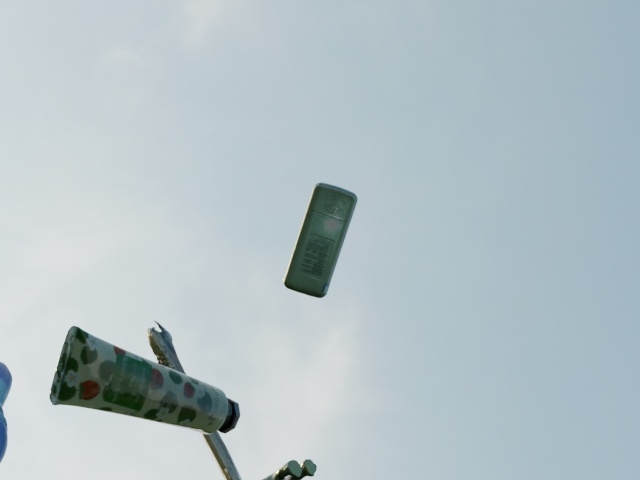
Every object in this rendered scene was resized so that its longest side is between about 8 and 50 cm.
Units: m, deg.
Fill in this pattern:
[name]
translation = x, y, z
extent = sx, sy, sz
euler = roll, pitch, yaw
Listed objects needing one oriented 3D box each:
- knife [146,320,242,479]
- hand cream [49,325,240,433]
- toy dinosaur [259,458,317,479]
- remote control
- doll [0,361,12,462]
[knife]
translation = -0.180, 0.277, 2.255
extent = 0.365, 0.043, 0.089
euler = 58, 6, 29
[hand cream]
translation = -0.207, 0.181, 1.819
extent = 0.059, 0.095, 0.276
euler = 4, -14, 45
[toy dinosaur]
translation = -0.068, 0.362, 2.041
extent = 0.147, 0.076, 0.363
euler = -41, -37, 26
[remote control]
translation = 0.000, 0.000, 1.660
extent = 0.053, 0.018, 0.124
euler = 17, -85, -7
[doll]
translation = -0.533, 0.280, 2.041
extent = 0.376, 0.365, 0.187
euler = 0, -8, 12
